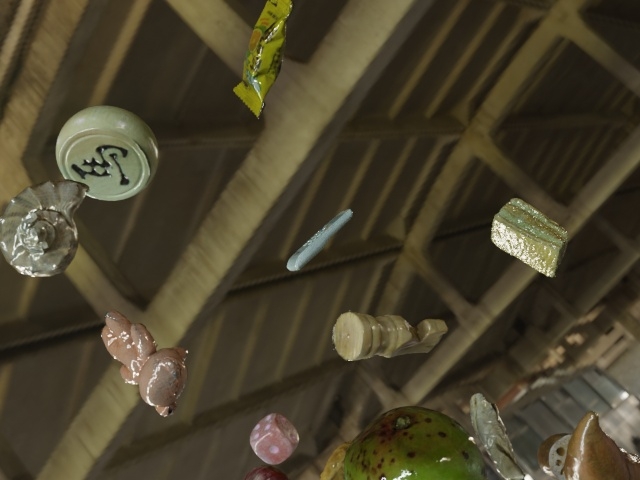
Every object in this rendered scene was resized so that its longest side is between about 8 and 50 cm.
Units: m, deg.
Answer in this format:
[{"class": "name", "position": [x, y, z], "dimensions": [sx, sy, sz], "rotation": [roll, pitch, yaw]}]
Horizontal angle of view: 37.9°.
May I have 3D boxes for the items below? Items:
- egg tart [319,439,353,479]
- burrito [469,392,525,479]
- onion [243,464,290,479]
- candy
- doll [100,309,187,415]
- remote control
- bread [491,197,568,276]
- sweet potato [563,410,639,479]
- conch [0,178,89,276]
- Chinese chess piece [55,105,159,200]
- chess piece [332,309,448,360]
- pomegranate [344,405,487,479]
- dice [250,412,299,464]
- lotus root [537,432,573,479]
[{"class": "egg tart", "position": [0.079, 0.563, 1.814], "dimensions": [0.341, 0.129, 0.341], "rotation": [-25, -61, -57]}, {"class": "burrito", "position": [0.356, 0.402, 1.868], "dimensions": [0.063, 0.229, 0.058], "rotation": [13, -59, -28]}, {"class": "onion", "position": [-0.090, 0.521, 1.880], "dimensions": [0.151, 0.206, 0.098], "rotation": [-20, -57, -22]}, {"class": "candy", "position": [-0.137, -0.475, 2.344], "dimensions": [0.081, 0.187, 0.297], "rotation": [12, -67, -28]}, {"class": "doll", "position": [-0.441, 0.291, 2.406], "dimensions": [0.156, 0.303, 0.201], "rotation": [-21, -36, -39]}, {"class": "remote control", "position": [0.000, 0.000, 1.830], "dimensions": [0.162, 0.029, 0.061], "rotation": [-42, 10, -18]}, {"class": "bread", "position": [0.531, -0.009, 2.348], "dimensions": [0.102, 0.196, 0.138], "rotation": [-48, -24, -19]}, {"class": "sweet potato", "position": [0.399, 0.324, 1.240], "dimensions": [0.106, 0.095, 0.354], "rotation": [-46, -50, 8]}, {"class": "conch", "position": [-0.580, -0.034, 1.926], "dimensions": [0.291, 0.159, 0.210], "rotation": [-169, 93, -70]}, {"class": "Chinese chess piece", "position": [-0.526, -0.213, 2.306], "dimensions": [0.250, 0.101, 0.250], "rotation": [1, -47, 1]}, {"class": "chess piece", "position": [0.188, 0.248, 2.407], "dimensions": [0.301, 0.137, 0.137], "rotation": [5, -47, -34]}, {"class": "pomegranate", "position": [0.135, 0.403, 1.475], "dimensions": [0.231, 0.231, 0.286], "rotation": [-12, -59, -56]}, {"class": "dice", "position": [-0.115, 0.498, 2.343], "dimensions": [0.093, 0.094, 0.091], "rotation": [-40, 19, 14]}, {"class": "lotus root", "position": [0.600, 0.527, 2.294], "dimensions": [0.122, 0.112, 0.081], "rotation": [0, 2, -14]}]
